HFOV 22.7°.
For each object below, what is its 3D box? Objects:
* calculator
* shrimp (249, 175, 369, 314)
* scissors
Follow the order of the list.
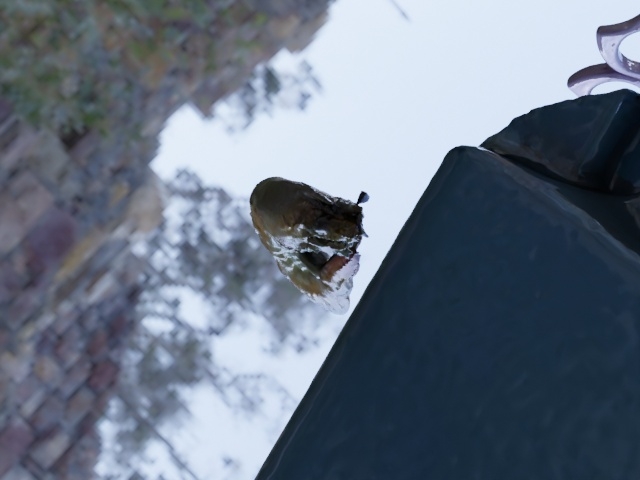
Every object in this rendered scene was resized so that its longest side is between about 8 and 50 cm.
[{"bbox_3d":[0.036,0.106,0.348,0.173,0.051,0.293,41,-73,43],"label":"calculator"},{"bbox_3d":[0.000,0.000,0.990,0.042,0.101,0.190,-34,-176,-15],"label":"shrimp"},{"bbox_3d":[0.287,-0.101,1.147,0.110,0.212,0.021,115,-10,-51],"label":"scissors"}]
